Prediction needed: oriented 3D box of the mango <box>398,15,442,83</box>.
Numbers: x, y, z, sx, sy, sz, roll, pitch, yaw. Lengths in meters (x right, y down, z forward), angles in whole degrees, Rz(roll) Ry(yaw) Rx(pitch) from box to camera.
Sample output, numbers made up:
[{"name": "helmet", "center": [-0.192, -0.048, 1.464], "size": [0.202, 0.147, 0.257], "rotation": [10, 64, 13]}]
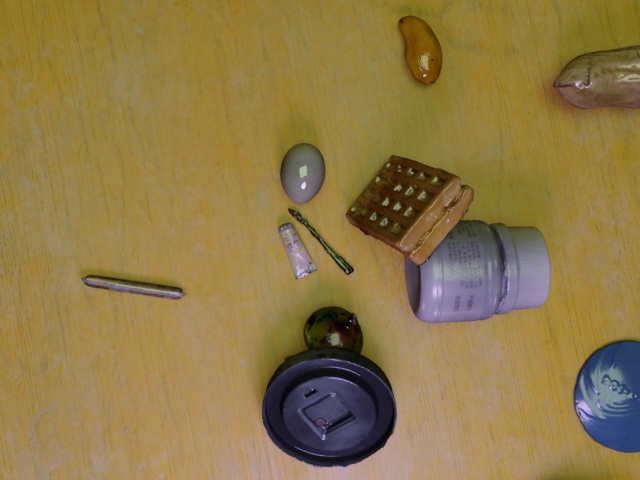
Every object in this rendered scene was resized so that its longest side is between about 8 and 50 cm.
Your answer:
[{"name": "mango", "center": [0.261, -0.492, 1.839], "size": [0.098, 0.075, 0.190], "rotation": [-15, 81, -9]}]

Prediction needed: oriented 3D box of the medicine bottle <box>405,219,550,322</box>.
[{"name": "medicine bottle", "center": [0.373, 0.072, 1.726], "size": [0.306, 0.245, 0.245], "rotation": [-2, 87, -3]}]

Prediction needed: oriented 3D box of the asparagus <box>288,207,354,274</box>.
[{"name": "asparagus", "center": [0.000, 0.000, 1.824], "size": [0.233, 0.023, 0.022], "rotation": [47, 41, 0]}]

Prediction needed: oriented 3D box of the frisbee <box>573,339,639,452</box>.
[{"name": "frisbee", "center": [0.798, 0.403, 1.828], "size": [0.289, 0.049, 0.290], "rotation": [0, 87, -3]}]

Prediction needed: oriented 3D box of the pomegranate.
[{"name": "pomegranate", "center": [0.010, 0.258, 1.748], "size": [0.220, 0.156, 0.156], "rotation": [-43, 90, 0]}]

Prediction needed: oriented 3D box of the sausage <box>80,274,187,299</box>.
[{"name": "sausage", "center": [-0.467, 0.117, 1.786], "size": [0.269, 0.033, 0.033], "rotation": [9, 86, -2]}]

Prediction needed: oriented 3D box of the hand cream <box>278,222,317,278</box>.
[{"name": "hand cream", "center": [-0.065, 0.024, 1.812], "size": [0.061, 0.039, 0.143], "rotation": [-26, 93, -6]}]

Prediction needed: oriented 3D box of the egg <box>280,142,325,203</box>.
[{"name": "egg", "center": [-0.044, -0.168, 1.783], "size": [0.114, 0.114, 0.152], "rotation": [5, 92, -3]}]

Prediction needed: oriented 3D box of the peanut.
[{"name": "peanut", "center": [0.753, -0.409, 1.817], "size": [0.339, 0.158, 0.174], "rotation": [-5, 49, 0]}]

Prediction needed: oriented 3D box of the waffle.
[{"name": "waffle", "center": [0.199, -0.083, 1.687], "size": [0.224, 0.327, 0.098], "rotation": [-49, 118, -2]}]

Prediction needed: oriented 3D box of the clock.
[{"name": "clock", "center": [0.022, 0.402, 1.708], "size": [0.324, 0.067, 0.325], "rotation": [1, 116, 2]}]
